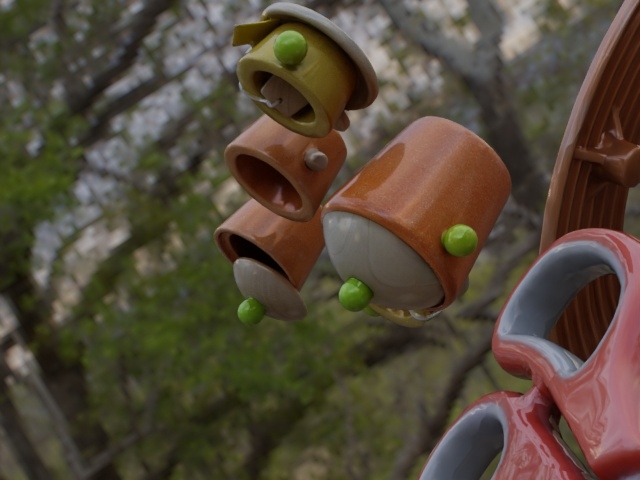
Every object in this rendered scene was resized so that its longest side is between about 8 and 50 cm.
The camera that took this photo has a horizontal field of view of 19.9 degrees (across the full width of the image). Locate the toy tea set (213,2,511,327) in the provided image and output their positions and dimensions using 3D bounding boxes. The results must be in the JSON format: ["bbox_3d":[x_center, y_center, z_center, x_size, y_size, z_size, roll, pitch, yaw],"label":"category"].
[{"bbox_3d":[0.000,0.000,1.173,0.124,0.200,0.336,-52,-9,-21],"label":"toy tea set"}]

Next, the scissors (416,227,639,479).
[{"bbox_3d":[0.069,0.053,0.395,0.109,0.021,0.297,-57,9,0],"label":"scissors"}]

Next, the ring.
[{"bbox_3d":[0.236,-0.040,0.985,0.337,0.336,0.032,-31,39,-34],"label":"ring"}]
